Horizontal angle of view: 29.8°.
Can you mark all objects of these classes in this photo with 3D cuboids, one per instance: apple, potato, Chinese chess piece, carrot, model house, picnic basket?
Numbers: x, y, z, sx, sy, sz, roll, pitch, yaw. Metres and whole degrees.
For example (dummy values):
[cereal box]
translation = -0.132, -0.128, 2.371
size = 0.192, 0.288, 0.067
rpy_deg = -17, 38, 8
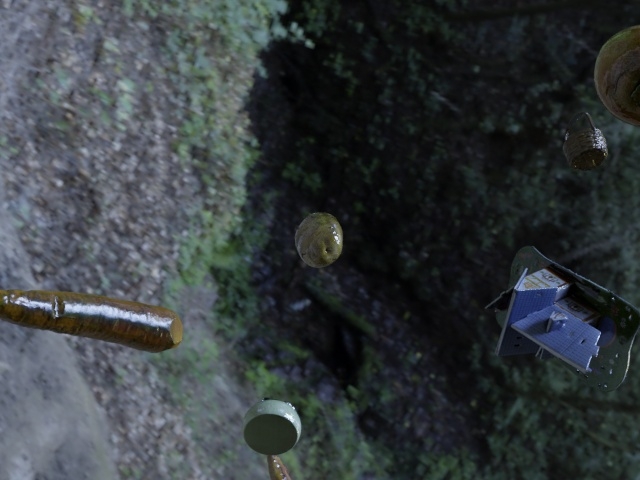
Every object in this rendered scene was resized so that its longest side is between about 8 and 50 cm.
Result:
[apple]
translation = 0.340, -0.177, 1.244
size = 0.099, 0.114, 0.102
rpy_deg = 53, 30, -20
[potato]
translation = 0.000, 0.000, 1.191
size = 0.040, 0.083, 0.051
rpy_deg = 30, 104, -20
[Chinese chess piece]
translation = -0.069, 0.261, 1.676
size = 0.084, 0.034, 0.084
rpy_deg = 1, 120, 1
[carrot]
translation = -0.308, 0.101, 1.562
size = 0.314, 0.066, 0.066
rpy_deg = 15, 99, -47
[model house]
translation = 0.236, 0.093, 1.258
size = 0.088, 0.167, 0.117
rpy_deg = -19, 134, -43
[picnic basket]
translation = 0.402, -0.155, 1.847
size = 0.072, 0.083, 0.072
rpy_deg = -10, 148, -6

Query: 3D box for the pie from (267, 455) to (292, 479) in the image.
[pie]
translation = -0.046, 0.389, 1.765
size = 0.034, 0.170, 0.092
rpy_deg = -18, 137, -4
